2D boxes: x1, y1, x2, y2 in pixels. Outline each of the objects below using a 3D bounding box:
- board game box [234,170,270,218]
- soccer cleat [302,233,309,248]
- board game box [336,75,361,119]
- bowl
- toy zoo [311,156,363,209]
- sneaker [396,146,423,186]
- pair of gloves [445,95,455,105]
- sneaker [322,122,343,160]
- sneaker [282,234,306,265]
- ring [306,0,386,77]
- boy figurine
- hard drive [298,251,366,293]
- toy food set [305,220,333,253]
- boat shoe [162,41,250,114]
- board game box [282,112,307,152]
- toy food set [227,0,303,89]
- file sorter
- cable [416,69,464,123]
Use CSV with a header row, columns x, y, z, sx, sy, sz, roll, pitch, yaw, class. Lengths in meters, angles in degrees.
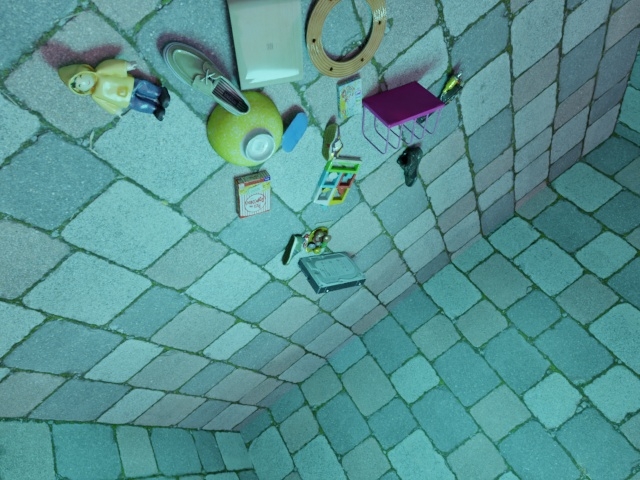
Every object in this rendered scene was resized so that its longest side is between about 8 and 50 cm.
x,y,z,sx,sy,sz,roll,pitch,yaw,class
-0.290,-0.195,1.745,0.146,0.045,0.194,-19,141,-23,board game box
-0.079,0.002,2.164,0.029,0.035,0.083,7,105,-16,soccer cleat
0.119,-0.585,1.669,0.103,0.026,0.154,-27,143,-14,board game box
-0.250,-0.375,1.482,0.289,0.156,0.289,-23,143,-19,bowl
0.071,-0.273,1.977,0.192,0.030,0.293,-5,134,-37,toy zoo
0.456,-0.378,2.142,0.130,0.087,0.228,-18,138,-22,sneaker
0.616,-0.665,1.962,0.083,0.010,0.074,-44,-174,-40,pair of gloves
0.062,-0.435,1.765,0.083,0.069,0.185,-24,150,-32,sneaker
-0.134,0.056,2.143,0.086,0.064,0.192,0,128,-34,sneaker
0.092,-0.754,1.453,0.336,0.032,0.337,-23,143,-18,ring
-0.588,-0.445,1.173,0.285,0.092,0.177,7,129,-48,boy figurine
0.067,0.176,2.305,0.338,0.237,0.064,-7,135,-34,hard drive
0.000,0.000,2.190,0.128,0.071,0.218,-4,133,-38,toy food set
-0.340,-0.501,1.261,0.302,0.094,0.109,29,93,-36,boat shoe
-0.114,-0.437,1.618,0.169,0.033,0.133,-57,163,-5,board game box
-0.175,-0.647,1.314,0.219,0.092,0.306,-14,139,-12,toy food set
0.350,-0.531,1.781,0.290,0.202,0.182,-24,146,-17,file sorter
0.575,-0.683,1.944,0.287,0.072,0.139,-40,174,27,cable
